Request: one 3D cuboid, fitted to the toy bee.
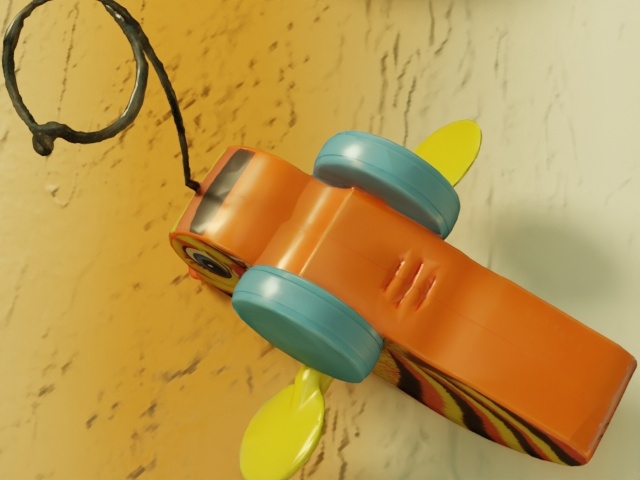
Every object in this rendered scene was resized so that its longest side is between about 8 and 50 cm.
[{"bbox_3d":[0.000,0.000,0.585,0.195,0.162,0.298,-37,92,-17],"label":"toy bee"}]
